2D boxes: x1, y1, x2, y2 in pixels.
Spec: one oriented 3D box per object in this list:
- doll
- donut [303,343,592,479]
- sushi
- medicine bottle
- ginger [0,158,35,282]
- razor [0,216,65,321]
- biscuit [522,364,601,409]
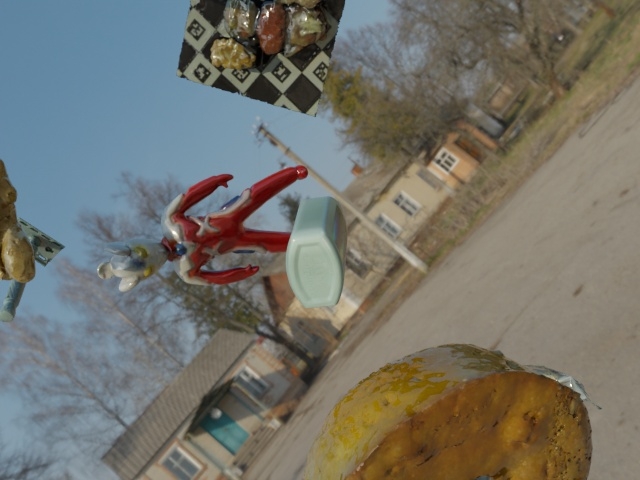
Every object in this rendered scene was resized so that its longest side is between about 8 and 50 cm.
[{"bbox_3d":[-0.185,-0.010,1.018,0.383,0.189,0.099,-20,12,-16],"label":"doll"},{"bbox_3d":[0.105,0.215,0.538,0.278,0.277,0.108,-51,30,0],"label":"donut"},{"bbox_3d":[-0.117,-0.386,1.082,0.059,0.291,0.294,-66,-6,-59],"label":"sushi"},{"bbox_3d":[0.000,0.000,0.925,0.229,0.083,0.121,-78,-21,-66],"label":"medicine bottle"},{"bbox_3d":[-0.467,-0.033,0.828,0.115,0.206,0.081,-10,7,36],"label":"ginger"},{"bbox_3d":[-0.549,0.061,1.094,0.068,0.106,0.232,-39,33,17],"label":"razor"},{"bbox_3d":[0.324,0.265,1.089,0.186,0.308,0.079,19,-109,-77],"label":"biscuit"}]
